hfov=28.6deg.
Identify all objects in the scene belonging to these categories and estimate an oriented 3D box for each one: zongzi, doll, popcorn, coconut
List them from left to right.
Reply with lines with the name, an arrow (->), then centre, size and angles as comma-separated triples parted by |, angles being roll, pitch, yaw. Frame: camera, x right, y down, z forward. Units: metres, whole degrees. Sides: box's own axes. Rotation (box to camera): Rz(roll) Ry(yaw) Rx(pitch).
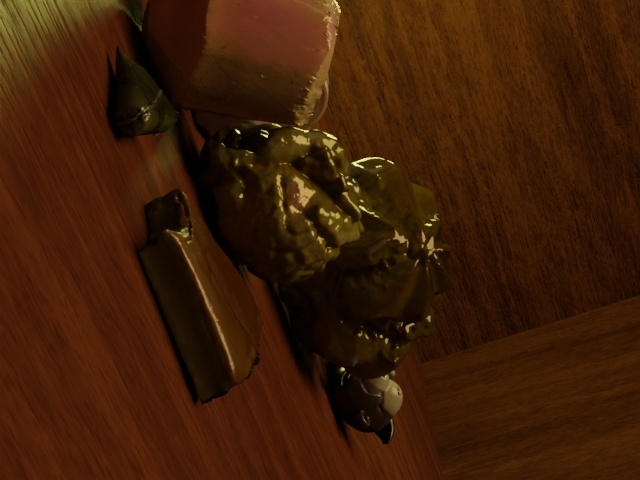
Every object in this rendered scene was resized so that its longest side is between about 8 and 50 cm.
zongzi -> -0.213, -0.168, 1.383 | 0.113, 0.052, 0.104 | 59, 13, 1
coconut -> -0.114, -0.261, 1.652 | 0.233, 0.245, 0.233 | -166, -90, -82
popcorn -> -0.051, -0.061, 1.739 | 0.259, 0.212, 0.259 | -14, 90, -90
doll -> 0.078, 0.249, 2.283 | 0.182, 0.117, 0.257 | 49, 15, -25

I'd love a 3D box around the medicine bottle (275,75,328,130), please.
medicine bottle -> -0.058, -0.325, 2.561 | 0.254, 0.152, 0.152 | -92, 163, -68

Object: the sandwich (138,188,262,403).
sandwich -> -0.130, 0.042, 1.404 | 0.245, 0.063, 0.212 | -85, 154, -77

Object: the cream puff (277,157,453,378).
cream puff -> 0.096, 0.042, 2.062 | 0.378, 0.275, 0.378 | 14, 74, -61

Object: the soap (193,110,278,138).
soap -> -0.138, -0.217, 1.938 | 0.259, 0.081, 0.181 | 49, 23, -70
